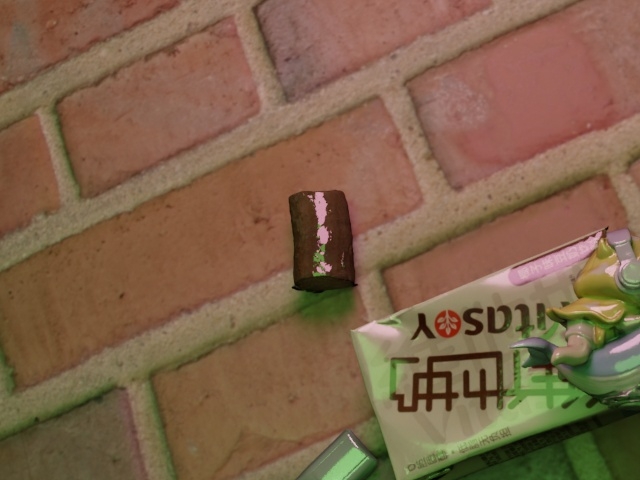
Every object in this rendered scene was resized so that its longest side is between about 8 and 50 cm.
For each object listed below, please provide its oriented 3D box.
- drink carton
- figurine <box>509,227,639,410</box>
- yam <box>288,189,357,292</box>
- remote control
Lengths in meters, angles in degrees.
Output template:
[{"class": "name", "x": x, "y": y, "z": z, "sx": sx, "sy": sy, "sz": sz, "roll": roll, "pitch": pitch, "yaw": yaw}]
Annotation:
[{"class": "drink carton", "x": 0.219, "y": 0.140, "z": 1.329, "sx": 0.324, "sy": 0.132, "sz": 0.194, "roll": -23, "pitch": 68, "yaw": 12}, {"class": "figurine", "x": 0.296, "y": 0.083, "z": 1.182, "sx": 0.208, "sy": 0.128, "sz": 0.184, "roll": -15, "pitch": 68, "yaw": 11}, {"class": "yam", "x": 0.001, "y": -0.001, "z": 1.470, "sx": 0.084, "sy": 0.084, "sz": 0.127, "roll": -9, "pitch": 74, "yaw": 15}, {"class": "remote control", "x": -0.006, "y": 0.302, "z": 1.406, "sx": 0.162, "sy": 0.029, "sz": 0.061, "roll": -45, "pitch": 64, "yaw": 1}]
